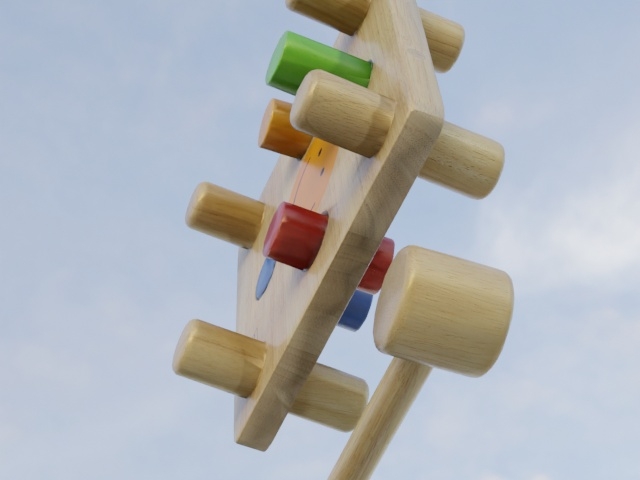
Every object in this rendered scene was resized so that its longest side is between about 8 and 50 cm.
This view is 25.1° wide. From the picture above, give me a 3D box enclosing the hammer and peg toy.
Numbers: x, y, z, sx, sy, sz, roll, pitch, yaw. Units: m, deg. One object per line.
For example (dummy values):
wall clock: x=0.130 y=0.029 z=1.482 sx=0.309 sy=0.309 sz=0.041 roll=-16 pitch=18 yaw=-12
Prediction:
hammer and peg toy: x=0.000 y=0.000 z=0.884 sx=0.127 sy=0.361 sz=0.266 roll=20 pitch=-62 yaw=-14
